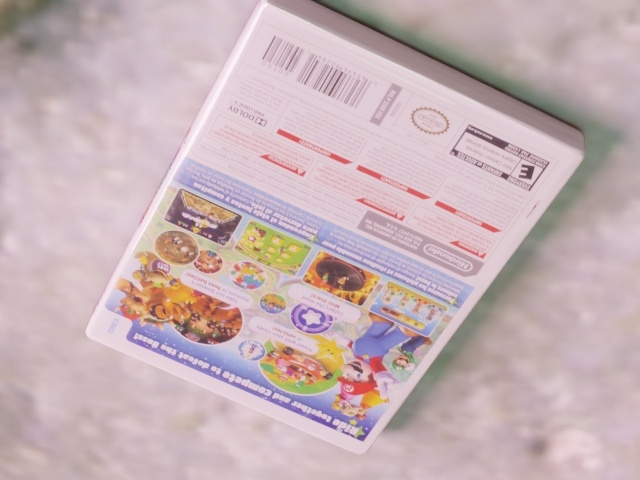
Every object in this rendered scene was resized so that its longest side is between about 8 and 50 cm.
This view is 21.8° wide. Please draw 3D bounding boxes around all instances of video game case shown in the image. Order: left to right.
[{"bbox_3d":[0.000,0.000,0.431,0.087,0.011,0.122,24,127,-11],"label":"video game case"}]
